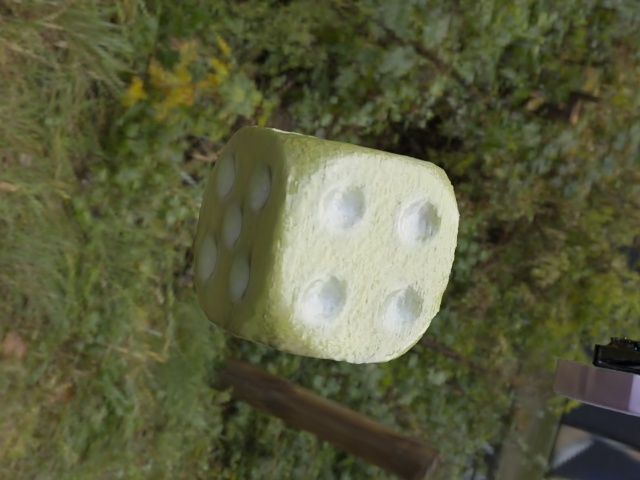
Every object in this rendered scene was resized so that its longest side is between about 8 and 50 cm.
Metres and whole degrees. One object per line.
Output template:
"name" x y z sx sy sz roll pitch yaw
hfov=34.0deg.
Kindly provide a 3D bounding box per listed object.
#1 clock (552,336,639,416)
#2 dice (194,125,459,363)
"clock" 0.291 0.119 0.889 0.172 0.198 0.064 17 82 -55
"dice" 0.000 0.000 0.883 0.166 0.169 0.169 10 96 -28
